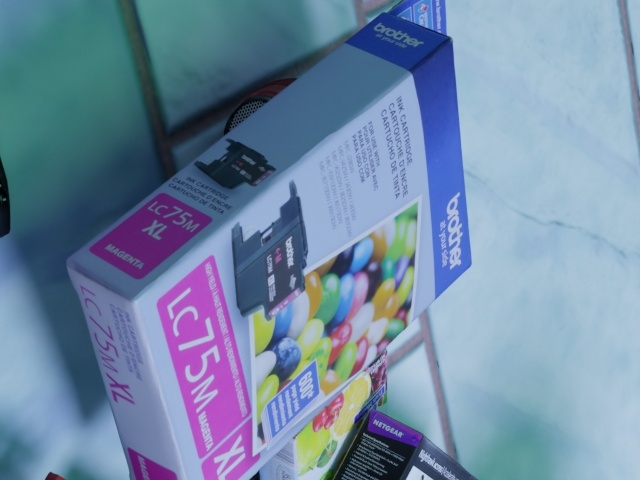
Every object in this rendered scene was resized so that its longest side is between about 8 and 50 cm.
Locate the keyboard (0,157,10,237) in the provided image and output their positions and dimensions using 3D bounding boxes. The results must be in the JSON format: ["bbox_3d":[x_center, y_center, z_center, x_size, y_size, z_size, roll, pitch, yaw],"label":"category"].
[{"bbox_3d":[-0.222,0.009,0.785,0.192,0.038,0.100,-29,117,-43],"label":"keyboard"}]

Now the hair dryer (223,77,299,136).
[{"bbox_3d":[-0.024,0.004,1.015,0.293,0.080,0.223,-41,141,-32],"label":"hair dryer"}]

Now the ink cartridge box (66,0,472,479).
[{"bbox_3d":[0.000,0.000,0.917,0.311,0.065,0.185,-43,142,-32],"label":"ink cartridge box"}]

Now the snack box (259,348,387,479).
[{"bbox_3d":[0.004,0.142,1.046,0.100,0.037,0.141,-40,142,-37],"label":"snack box"}]

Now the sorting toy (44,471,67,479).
[{"bbox_3d":[-0.121,0.236,0.934,0.274,0.046,0.132,43,64,-45],"label":"sorting toy"}]

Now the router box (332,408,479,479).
[{"bbox_3d":[0.047,0.201,1.078,0.133,0.046,0.179,-61,153,-9],"label":"router box"}]
